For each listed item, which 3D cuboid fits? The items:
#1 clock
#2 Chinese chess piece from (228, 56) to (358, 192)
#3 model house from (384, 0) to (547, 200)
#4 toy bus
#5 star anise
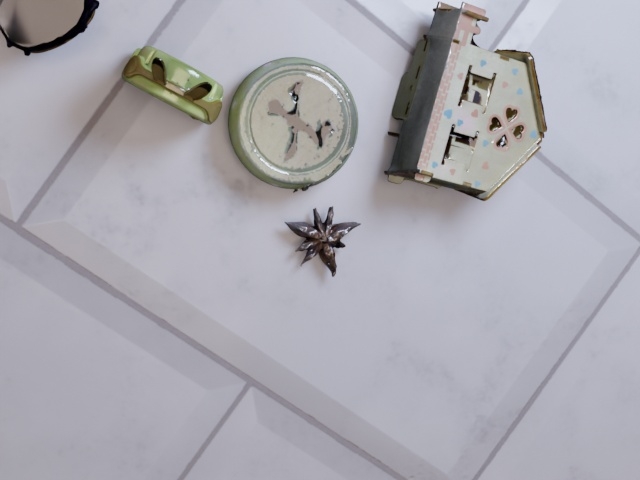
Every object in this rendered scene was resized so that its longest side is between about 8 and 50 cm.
[{"bbox_3d":[-0.229,-0.250,1.349,0.170,0.232,0.069,28,92,-15],"label":"clock"},{"bbox_3d":[-0.043,-0.202,1.470,0.238,0.092,0.237,-2,99,-13],"label":"Chinese chess piece"},{"bbox_3d":[0.274,-0.234,1.508,0.244,0.169,0.326,12,97,-21],"label":"model house"},{"bbox_3d":[-0.493,-0.471,1.295,0.171,0.162,0.386,-33,103,-1],"label":"toy bus"},{"bbox_3d":[-0.008,-0.008,1.523,0.129,0.056,0.124,26,93,-15],"label":"star anise"}]
